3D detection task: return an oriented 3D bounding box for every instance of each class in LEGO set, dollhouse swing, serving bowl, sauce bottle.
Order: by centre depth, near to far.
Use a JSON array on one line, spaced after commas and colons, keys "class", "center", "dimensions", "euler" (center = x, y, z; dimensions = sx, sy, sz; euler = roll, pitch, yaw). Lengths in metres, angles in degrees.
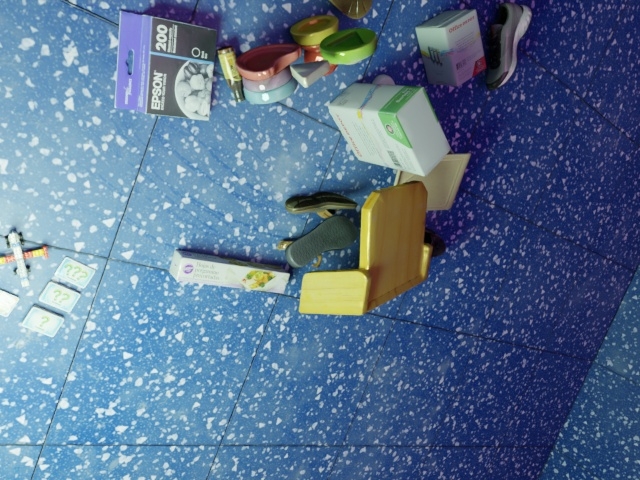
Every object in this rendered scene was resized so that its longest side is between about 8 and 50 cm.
[{"class": "LEGO set", "center": [-0.642, 0.093, 1.175], "dimensions": [0.244, 0.060, 0.183], "euler": [37, 82, -37]}, {"class": "sauce bottle", "center": [-0.208, -0.395, 1.285], "dimensions": [0.042, 0.042, 0.128], "euler": [-30, 123, -21]}, {"class": "dollhouse swing", "center": [0.121, 0.012, 1.517], "dimensions": [0.346, 0.315, 0.305], "euler": [-19, 101, -48]}, {"class": "serving bowl", "center": [0.184, -0.430, 1.542], "dimensions": [0.083, 0.027, 0.084], "euler": [-13, 114, -30]}]

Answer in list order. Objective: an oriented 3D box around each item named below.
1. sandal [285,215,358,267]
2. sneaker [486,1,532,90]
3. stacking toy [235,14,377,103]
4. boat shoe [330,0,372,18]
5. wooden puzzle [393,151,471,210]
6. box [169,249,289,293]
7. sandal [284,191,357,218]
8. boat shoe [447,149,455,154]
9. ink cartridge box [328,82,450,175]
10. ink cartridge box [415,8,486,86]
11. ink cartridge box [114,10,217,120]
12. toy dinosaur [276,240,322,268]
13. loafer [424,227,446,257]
[{"class": "sandal", "center": [-0.001, -0.001, 1.520], "dimensions": [0.254, 0.054, 0.097], "euler": [-23, 89, -34]}, {"class": "sneaker", "center": [0.565, -0.609, 1.696], "dimensions": [0.107, 0.100, 0.272], "euler": [11, 98, -22]}, {"class": "stacking toy", "center": [-0.020, -0.396, 1.264], "dimensions": [0.308, 0.279, 0.131], "euler": [-37, 135, -24]}, {"class": "boat shoe", "center": [0.004, -0.651, 1.312], "dimensions": [0.285, 0.089, 0.104], "euler": [32, 115, -35]}, {"class": "wooden puzzle", "center": [0.327, -0.179, 1.660], "dimensions": [0.238, 0.044, 0.221], "euler": [-7, 137, -15]}, {"class": "box", "center": [-0.234, 0.086, 1.438], "dimensions": [0.323, 0.067, 0.063], "euler": [12, 100, -35]}, {"class": "sandal", "center": [0.001, -0.090, 1.514], "dimensions": [0.219, 0.090, 0.060], "euler": [-11, 124, -31]}, {"class": "boat shoe", "center": [0.324, -0.297, 1.656], "dimensions": [0.302, 0.109, 0.094], "euler": [43, 60, -42]}, {"class": "ink cartridge box", "center": [0.178, -0.301, 1.432], "dimensions": [0.117, 0.278, 0.201], "euler": [-46, 126, -14]}, {"class": "ink cartridge box", "center": [0.377, -0.557, 1.559], "dimensions": [0.128, 0.127, 0.176], "euler": [-34, 123, -18]}, {"class": "ink cartridge box", "center": [-0.341, -0.382, 1.199], "dimensions": [0.208, 0.045, 0.207], "euler": [-2, 109, -32]}, {"class": "toy dinosaur", "center": [-0.020, 0.017, 1.556], "dimensions": [0.211, 0.064, 0.113], "euler": [-14, 114, -29]}, {"class": "loafer", "center": [0.315, 0.004, 1.754], "dimensions": [0.302, 0.095, 0.109], "euler": [21, 96, -37]}]
